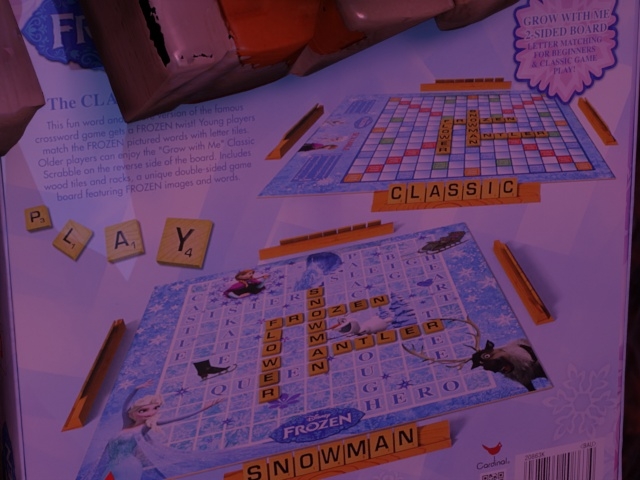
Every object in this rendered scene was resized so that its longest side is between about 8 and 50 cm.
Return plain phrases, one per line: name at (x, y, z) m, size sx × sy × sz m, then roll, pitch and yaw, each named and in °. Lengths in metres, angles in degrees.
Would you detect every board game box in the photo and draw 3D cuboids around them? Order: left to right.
board game box at (0.000, 0.000, 0.756) m, size 0.318 × 0.066 × 0.318 m, roll -7°, pitch 109°, yaw -21°

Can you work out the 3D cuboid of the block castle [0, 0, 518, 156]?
block castle at (-0.061, -0.173, 0.480) m, size 0.453 × 0.303 × 0.213 m, roll -18°, pitch 85°, yaw -32°
